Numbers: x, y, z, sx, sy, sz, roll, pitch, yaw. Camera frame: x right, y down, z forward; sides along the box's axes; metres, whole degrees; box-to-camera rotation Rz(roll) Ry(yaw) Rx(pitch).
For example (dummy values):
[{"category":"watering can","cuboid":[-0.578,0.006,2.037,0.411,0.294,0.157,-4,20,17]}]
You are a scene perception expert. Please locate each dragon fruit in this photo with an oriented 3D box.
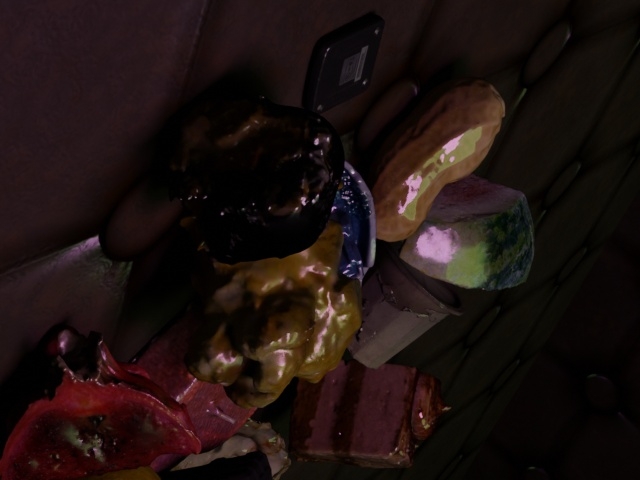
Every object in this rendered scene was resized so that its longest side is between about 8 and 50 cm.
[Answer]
[{"category":"dragon fruit","cuboid":[-0.294,0.197,1.460,0.262,0.134,0.212,-8,130,-7]}]

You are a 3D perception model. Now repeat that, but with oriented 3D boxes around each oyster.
[{"category":"oyster","cuboid":[-0.160,0.376,2.033,0.361,0.096,0.221,2,123,-53]}]

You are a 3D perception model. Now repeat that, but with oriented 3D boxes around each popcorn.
[{"category":"popcorn","cuboid":[-0.068,0.097,1.543,0.276,0.276,0.225,-28,177,-43]}]

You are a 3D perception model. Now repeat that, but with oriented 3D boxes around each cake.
[{"category":"cake","cuboid":[0.099,0.338,2.174,0.196,0.293,0.199,65,34,-65]}]

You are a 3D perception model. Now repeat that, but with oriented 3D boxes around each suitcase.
[{"category":"suitcase","cuboid":[-0.224,0.390,1.733,0.285,0.066,0.206,-12,179,6]}]

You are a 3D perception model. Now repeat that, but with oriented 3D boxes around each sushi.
[{"category":"sushi","cuboid":[-0.074,-0.069,1.380,0.204,0.200,0.213,87,24,-59]}]

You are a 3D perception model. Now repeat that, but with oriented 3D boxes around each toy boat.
[{"category":"toy boat","cuboid":[0.021,-0.016,1.657,0.129,0.142,0.309,-18,137,-8]}]

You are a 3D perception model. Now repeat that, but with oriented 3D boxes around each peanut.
[{"category":"peanut","cuboid":[0.171,-0.131,1.810,0.305,0.147,0.147,-45,158,-7]}]

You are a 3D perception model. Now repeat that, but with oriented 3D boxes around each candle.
[{"category":"candle","cuboid":[-0.183,0.223,1.727,0.317,0.131,0.287,-16,138,-56]}]

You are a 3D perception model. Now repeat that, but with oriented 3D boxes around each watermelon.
[{"category":"watermelon","cuboid":[0.247,-0.008,2.048,0.310,0.232,0.193,-3,137,-23]}]

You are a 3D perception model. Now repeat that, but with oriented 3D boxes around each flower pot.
[{"category":"flower pot","cuboid":[0.119,0.116,2.059,0.202,0.212,0.212,-44,159,12]}]

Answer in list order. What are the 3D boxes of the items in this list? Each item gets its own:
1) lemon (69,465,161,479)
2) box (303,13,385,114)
[{"category":"lemon","cuboid":[-0.300,0.369,1.539,0.184,0.248,0.184,8,90,-66]},{"category":"box","cuboid":[0.031,-0.234,1.536,0.125,0.027,0.126,-33,152,-35]}]
